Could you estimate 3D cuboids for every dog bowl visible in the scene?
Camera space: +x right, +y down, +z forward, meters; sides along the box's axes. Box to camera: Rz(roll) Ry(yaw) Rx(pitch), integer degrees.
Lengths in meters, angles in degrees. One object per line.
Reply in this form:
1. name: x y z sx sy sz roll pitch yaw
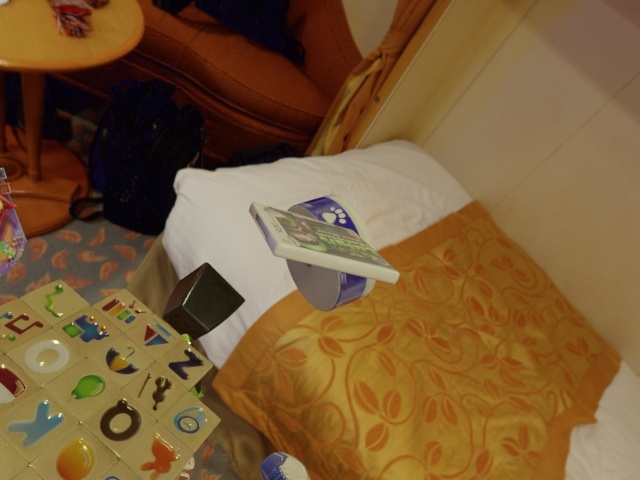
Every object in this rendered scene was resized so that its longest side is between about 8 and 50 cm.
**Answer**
1. dog bowl: 0.013 0.030 1.032 0.104 0.265 0.265 -17 63 -28

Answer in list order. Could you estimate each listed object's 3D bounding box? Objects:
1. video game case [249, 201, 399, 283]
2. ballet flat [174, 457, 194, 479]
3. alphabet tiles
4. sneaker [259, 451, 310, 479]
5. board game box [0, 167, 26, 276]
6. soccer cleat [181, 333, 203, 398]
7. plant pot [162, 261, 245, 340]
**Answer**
1. video game case: 0.000 0.000 0.642 0.190 0.022 0.173 15 17 -26
2. ballet flat: -0.346 0.554 1.051 0.067 0.206 0.073 20 12 -23
3. alphabet tiles: -0.278 0.178 0.461 0.285 0.011 0.342 38 29 5
4. sneaker: -0.099 0.795 1.361 0.315 0.127 0.182 34 -9 42
5. board game box: -0.434 -0.029 0.556 0.033 0.169 0.133 -5 19 10
6. soccer cleat: -0.347 0.337 1.153 0.072 0.060 0.179 8 74 -65
7. plant pot: -0.397 0.219 1.415 0.188 0.187 0.167 48 39 -16
